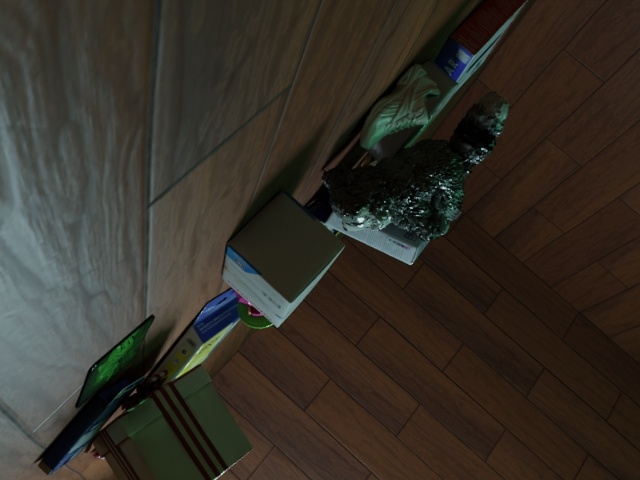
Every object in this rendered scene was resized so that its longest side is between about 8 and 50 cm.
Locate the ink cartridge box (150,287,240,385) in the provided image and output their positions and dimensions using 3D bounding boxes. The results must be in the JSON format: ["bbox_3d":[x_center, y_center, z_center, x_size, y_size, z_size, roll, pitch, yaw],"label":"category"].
[{"bbox_3d":[-0.305,0.258,1.741,0.307,0.072,0.303,-48,176,16],"label":"ink cartridge box"}]

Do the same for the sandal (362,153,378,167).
[{"bbox_3d":[0.155,-0.247,2.066,0.180,0.049,0.072,-35,174,16],"label":"sandal"}]

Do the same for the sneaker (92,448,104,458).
[{"bbox_3d":[-0.575,0.550,1.801,0.119,0.047,0.057,-50,164,-2],"label":"sneaker"}]

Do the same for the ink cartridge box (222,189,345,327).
[{"bbox_3d":[-0.085,0.045,1.368,0.168,0.171,0.233,-47,176,-22],"label":"ink cartridge box"}]

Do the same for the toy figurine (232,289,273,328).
[{"bbox_3d":[-0.166,0.118,1.694,0.159,0.130,0.173,72,22,-62],"label":"toy figurine"}]

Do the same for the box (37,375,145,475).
[{"bbox_3d":[-0.452,0.355,1.321,0.225,0.036,0.136,-48,176,3],"label":"box"}]

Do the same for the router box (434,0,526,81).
[{"bbox_3d":[0.429,-0.548,1.865,0.301,0.082,0.335,-47,176,-17],"label":"router box"}]

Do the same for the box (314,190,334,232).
[{"bbox_3d":[0.007,-0.051,1.927,0.145,0.038,0.186,-41,150,-56],"label":"box"}]

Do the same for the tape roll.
[{"bbox_3d":[0.229,-0.326,1.716,0.286,0.100,0.286,-49,175,-5],"label":"tape roll"}]

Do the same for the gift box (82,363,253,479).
[{"bbox_3d":[-0.345,0.438,1.441,0.276,0.258,0.255,-28,170,-45],"label":"gift box"}]

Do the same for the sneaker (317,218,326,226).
[{"bbox_3d":[-0.059,-0.029,1.740,0.152,0.061,0.054,-20,136,-36],"label":"sneaker"}]

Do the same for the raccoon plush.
[{"bbox_3d":[0.198,-0.197,1.549,0.299,0.216,0.447,15,107,-37],"label":"raccoon plush"}]

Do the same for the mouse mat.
[{"bbox_3d":[-0.367,0.218,1.178,0.152,0.007,0.190,-44,173,-43],"label":"mouse mat"}]

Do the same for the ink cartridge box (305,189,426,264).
[{"bbox_3d":[0.164,-0.092,1.817,0.324,0.330,0.072,-44,156,-54],"label":"ink cartridge box"}]

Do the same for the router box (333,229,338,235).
[{"bbox_3d":[0.000,0.000,2.402,0.243,0.081,0.309,-46,175,-24],"label":"router box"}]

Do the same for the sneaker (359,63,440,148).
[{"bbox_3d":[0.186,-0.288,1.501,0.232,0.115,0.090,-49,171,-1],"label":"sneaker"}]
